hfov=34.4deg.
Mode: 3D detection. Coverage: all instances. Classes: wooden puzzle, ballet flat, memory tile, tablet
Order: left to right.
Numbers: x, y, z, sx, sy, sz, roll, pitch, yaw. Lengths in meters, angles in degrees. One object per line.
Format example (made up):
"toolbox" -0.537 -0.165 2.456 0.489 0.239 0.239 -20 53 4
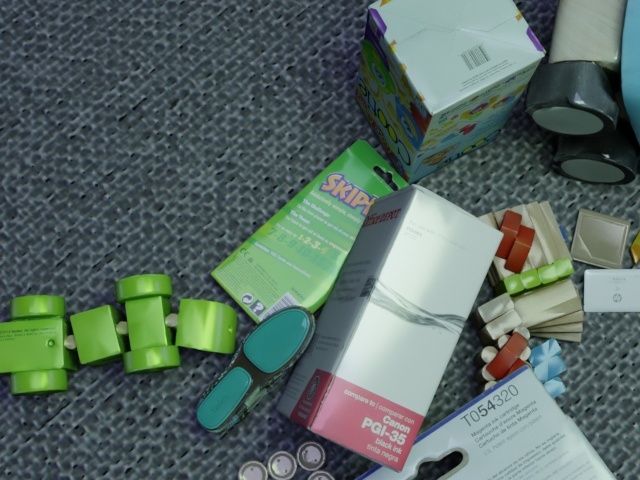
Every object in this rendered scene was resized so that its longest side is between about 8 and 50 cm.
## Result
"ballet flat" -0.073 0.151 1.227 0.188 0.070 0.070 -45 82 6
"memory tile" -0.028 0.320 1.227 0.113 0.012 0.148 -19 79 -6
"wooden puzzle" 0.356 0.000 1.314 0.116 0.014 0.078 22 73 3
"tablet" 0.371 0.063 1.295 0.083 0.006 0.054 0 95 -1

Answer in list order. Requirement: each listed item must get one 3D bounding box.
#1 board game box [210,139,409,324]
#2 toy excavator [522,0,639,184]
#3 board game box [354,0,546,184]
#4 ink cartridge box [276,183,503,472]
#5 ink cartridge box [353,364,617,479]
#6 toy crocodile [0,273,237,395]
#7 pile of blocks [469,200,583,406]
"board game box" 0.000 0.000 1.291 0.259 0.039 0.124 -43 83 -7
"toy excavator" 0.514 -0.169 1.233 0.445 0.433 0.222 7 75 29
"board game box" 0.139 -0.190 1.217 0.144 0.275 0.142 -28 79 -8
"ink cartridge box" 0.073 0.096 1.166 0.117 0.207 0.283 27 82 -9
"ink cartridge box" 0.190 0.357 1.108 0.324 0.071 0.330 -34 64 0
"toy crocodile" -0.269 0.116 1.231 0.341 0.105 0.115 -10 78 1
"pile of blocks" 0.245 0.119 1.224 0.149 0.112 0.362 5 79 3
